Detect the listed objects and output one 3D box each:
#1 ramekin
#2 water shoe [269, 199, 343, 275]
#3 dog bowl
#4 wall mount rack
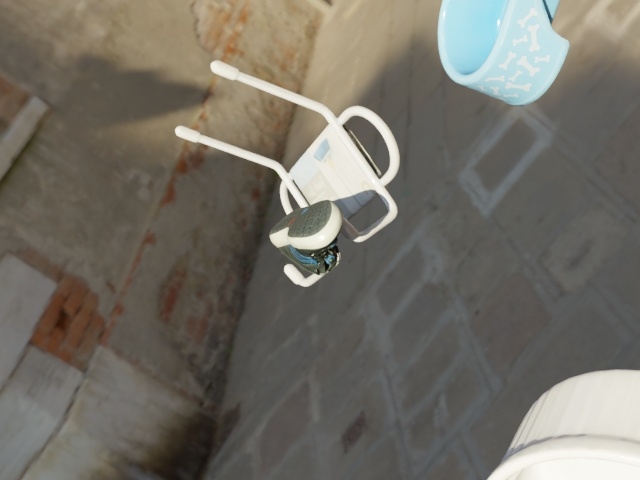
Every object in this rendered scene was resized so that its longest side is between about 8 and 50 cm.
[{"bbox_3d":[0.295,0.252,0.959,0.277,0.277,0.135,-39,11,43],"label":"ramekin"},{"bbox_3d":[0.000,0.000,1.263,0.073,0.080,0.203,-44,12,-10],"label":"water shoe"},{"bbox_3d":[0.201,-0.285,1.036,0.166,0.074,0.297,-122,42,-54],"label":"dog bowl"},{"bbox_3d":[-0.046,-0.104,1.434,0.130,0.304,0.350,-34,-4,-29],"label":"wall mount rack"}]
